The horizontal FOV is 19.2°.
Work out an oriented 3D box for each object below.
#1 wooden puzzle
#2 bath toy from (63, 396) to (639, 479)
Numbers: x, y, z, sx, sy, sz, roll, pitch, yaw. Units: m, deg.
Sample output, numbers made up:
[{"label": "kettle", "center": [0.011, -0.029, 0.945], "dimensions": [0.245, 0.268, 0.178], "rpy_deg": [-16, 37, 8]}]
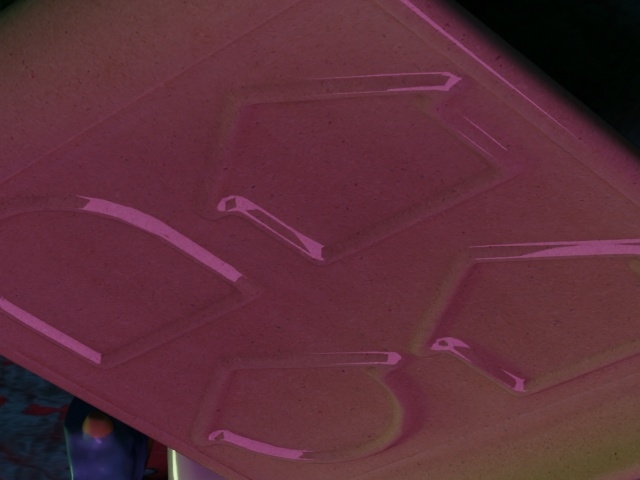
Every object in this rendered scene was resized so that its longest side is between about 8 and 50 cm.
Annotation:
[{"label": "wooden puzzle", "center": [0.000, 0.000, 0.811], "dimensions": [0.348, 0.080, 0.322], "rpy_deg": [38, 136, -28]}, {"label": "bath toy", "center": [0.033, 0.140, 1.067], "dimensions": [0.348, 0.129, 0.151], "rpy_deg": [1, -160, 14]}]
